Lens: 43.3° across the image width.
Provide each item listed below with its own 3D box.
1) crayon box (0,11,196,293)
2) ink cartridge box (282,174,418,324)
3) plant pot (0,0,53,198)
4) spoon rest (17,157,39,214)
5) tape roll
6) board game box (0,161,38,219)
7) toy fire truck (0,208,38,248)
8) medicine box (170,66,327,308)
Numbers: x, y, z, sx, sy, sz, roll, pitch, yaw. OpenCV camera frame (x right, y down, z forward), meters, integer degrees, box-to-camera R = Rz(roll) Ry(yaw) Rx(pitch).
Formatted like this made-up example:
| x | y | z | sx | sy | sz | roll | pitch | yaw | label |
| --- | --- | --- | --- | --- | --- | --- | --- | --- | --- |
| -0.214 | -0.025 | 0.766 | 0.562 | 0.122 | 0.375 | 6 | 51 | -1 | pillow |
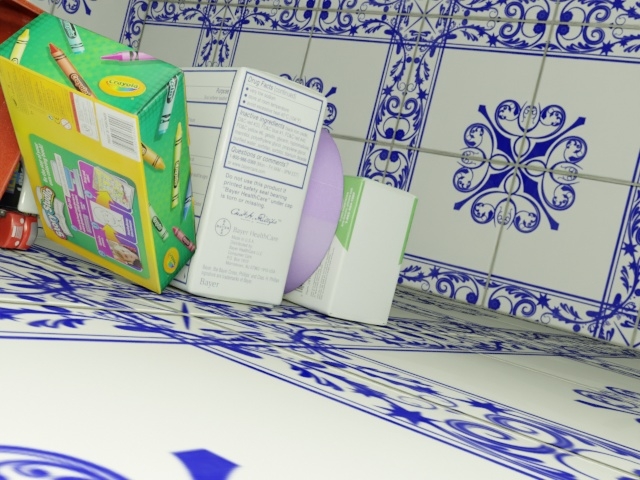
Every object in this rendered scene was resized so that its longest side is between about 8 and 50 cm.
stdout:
| x | y | z | sx | sy | sz | roll | pitch | yaw | label |
| --- | --- | --- | --- | --- | --- | --- | --- | --- | --- |
| -0.226 | -0.081 | 0.853 | 0.165 | 0.081 | 0.278 | 25 | -37 | 14 | crayon box |
| 0.000 | 0.000 | 1.260 | 0.117 | 0.201 | 0.278 | 14 | 0 | -36 | ink cartridge box |
| -0.443 | -0.165 | 0.769 | 0.236 | 0.267 | 0.267 | 29 | 3 | 11 | plant pot |
| -0.435 | -0.095 | 1.035 | 0.276 | 0.084 | 0.137 | 14 | 1 | 33 | spoon rest |
| -0.085 | -0.058 | 1.216 | 0.090 | 0.275 | 0.275 | 15 | 0 | -37 | tape roll |
| -0.444 | -0.093 | 1.214 | 0.048 | 0.170 | 0.141 | 12 | 0 | -15 | board game box |
| -0.432 | -0.026 | 1.053 | 0.192 | 0.047 | 0.135 | 14 | 1 | 21 | toy fire truck |
| -0.153 | -0.082 | 1.103 | 0.149 | 0.289 | 0.263 | 13 | 1 | -40 | medicine box |
